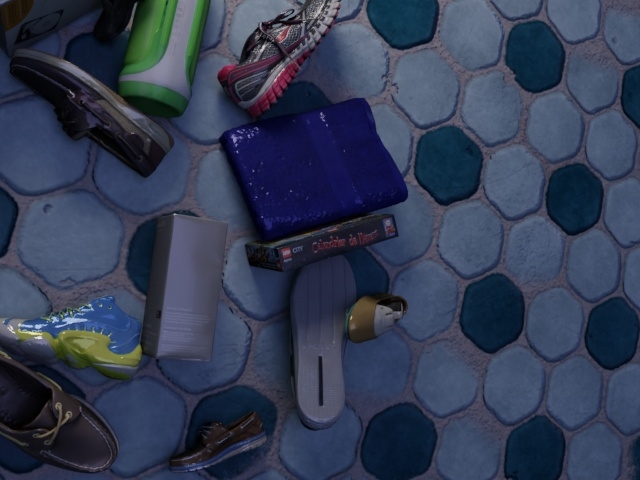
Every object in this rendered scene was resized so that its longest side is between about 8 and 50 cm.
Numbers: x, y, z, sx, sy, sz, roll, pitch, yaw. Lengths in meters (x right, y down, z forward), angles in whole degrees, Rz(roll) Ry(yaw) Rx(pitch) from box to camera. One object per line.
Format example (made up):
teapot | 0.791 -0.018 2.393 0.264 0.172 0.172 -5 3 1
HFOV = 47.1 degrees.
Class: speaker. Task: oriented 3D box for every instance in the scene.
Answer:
speaker | -0.255 -0.366 1.243 0.131 0.131 0.296 14 82 -24

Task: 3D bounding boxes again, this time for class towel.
towel | -0.012 -0.132 1.367 0.308 0.076 0.227 -17 75 -24

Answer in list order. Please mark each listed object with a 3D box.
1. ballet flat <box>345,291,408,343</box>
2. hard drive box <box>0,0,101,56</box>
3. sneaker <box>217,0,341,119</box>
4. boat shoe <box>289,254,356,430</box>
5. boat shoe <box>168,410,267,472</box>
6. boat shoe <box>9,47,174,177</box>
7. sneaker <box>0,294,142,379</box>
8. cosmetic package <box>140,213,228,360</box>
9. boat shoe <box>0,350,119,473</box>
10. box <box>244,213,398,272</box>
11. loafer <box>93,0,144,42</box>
ballet flat | 0.110 0.134 1.346 0.073 0.232 0.080 0 98 19
hard drive box | -0.416 -0.410 1.136 0.232 0.181 0.089 -40 94 -20
sneaker | -0.066 -0.367 1.336 0.112 0.121 0.299 38 73 -15
boat shoe | -0.012 0.180 1.340 0.121 0.119 0.335 12 63 -11
boat shoe | -0.184 0.349 1.282 0.183 0.066 0.066 -14 89 -35
boat shoe | -0.377 -0.203 1.195 0.285 0.103 0.092 33 70 -26
sneaker | -0.401 0.140 1.188 0.240 0.091 0.126 22 60 -22
cosmetic package | -0.231 0.078 1.235 0.107 0.127 0.237 6 83 -25
boat shoe | -0.447 0.265 1.141 0.324 0.097 0.116 44 71 -17
box | 0.000 0.000 1.325 0.233 0.159 0.044 -17 100 -24
loafer | -0.333 -0.393 1.193 0.061 0.170 0.062 12 49 -42
